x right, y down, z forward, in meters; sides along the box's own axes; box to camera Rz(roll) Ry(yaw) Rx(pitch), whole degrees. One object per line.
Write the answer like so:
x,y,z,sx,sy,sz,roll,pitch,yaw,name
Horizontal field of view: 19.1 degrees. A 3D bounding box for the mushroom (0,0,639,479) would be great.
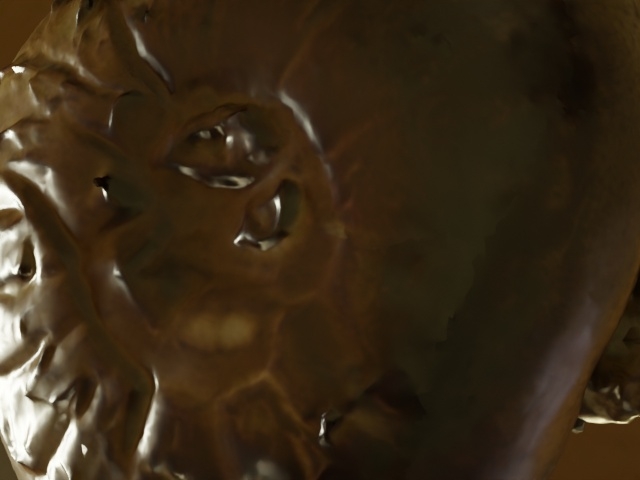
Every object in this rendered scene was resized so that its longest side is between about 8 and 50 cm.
0.002,0.001,0.681,0.278,0.297,0.163,18,-179,12,mushroom
